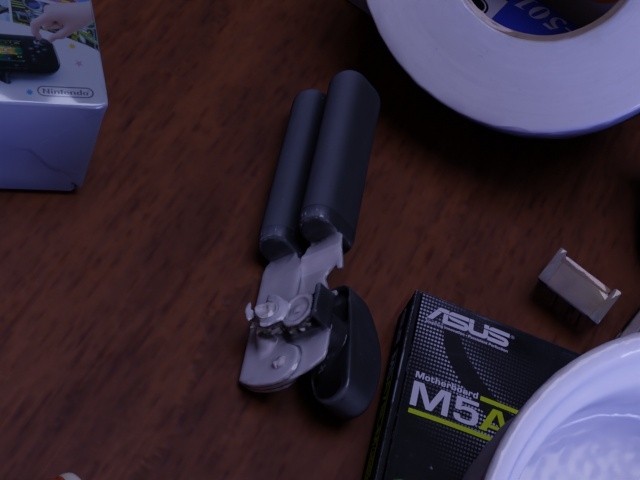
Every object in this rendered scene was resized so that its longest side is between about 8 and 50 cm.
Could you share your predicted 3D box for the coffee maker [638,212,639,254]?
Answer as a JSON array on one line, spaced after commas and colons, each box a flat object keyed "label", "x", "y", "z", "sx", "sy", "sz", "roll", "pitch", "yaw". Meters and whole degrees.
[{"label": "coffee maker", "x": 0.346, "y": -0.012, "z": 1.162, "sx": 0.178, "sy": 0.120, "sz": 0.171, "roll": 13, "pitch": 42, "yaw": -7}]

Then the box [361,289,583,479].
[{"label": "box", "x": 0.128, "y": 0.143, "z": 1.004, "sx": 0.190, "sy": 0.045, "sz": 0.184, "roll": 22, "pitch": 51, "yaw": -6}]

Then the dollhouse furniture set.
[{"label": "dollhouse furniture set", "x": 0.253, "y": 0.040, "z": 1.043, "sx": 0.182, "sy": 0.161, "sz": 0.101, "roll": 38, "pitch": 92, "yaw": 9}]

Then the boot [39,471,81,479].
[{"label": "boot", "x": -0.137, "y": 0.198, "z": 0.843, "sx": 0.084, "sy": 0.059, "sz": 0.158, "roll": -14, "pitch": 59, "yaw": -37}]

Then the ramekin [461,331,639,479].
[{"label": "ramekin", "x": 0.200, "y": 0.199, "z": 0.877, "sx": 0.277, "sy": 0.135, "sz": 0.277, "roll": 3, "pitch": 74, "yaw": -12}]

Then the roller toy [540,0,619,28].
[{"label": "roller toy", "x": 0.271, "y": -0.263, "z": 1.292, "sx": 0.191, "sy": 0.209, "sz": 0.146, "roll": 36, "pitch": 49, "yaw": 24}]

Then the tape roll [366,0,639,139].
[{"label": "tape roll", "x": 0.176, "y": -0.221, "z": 1.155, "sx": 0.286, "sy": 0.286, "sz": 0.100, "roll": 37, "pitch": 6, "yaw": 9}]

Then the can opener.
[{"label": "can opener", "x": 0.000, "y": 0.000, "z": 1.061, "sx": 0.093, "sy": 0.074, "sz": 0.280, "roll": 42, "pitch": 40, "yaw": -35}]

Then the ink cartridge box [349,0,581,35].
[{"label": "ink cartridge box", "x": 0.132, "y": -0.182, "z": 1.265, "sx": 0.207, "sy": 0.046, "sz": 0.097, "roll": 36, "pitch": 49, "yaw": 8}]

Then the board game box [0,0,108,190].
[{"label": "board game box", "x": -0.284, "y": -0.183, "z": 1.060, "sx": 0.224, "sy": 0.097, "sz": 0.303, "roll": 2, "pitch": 52, "yaw": -22}]
